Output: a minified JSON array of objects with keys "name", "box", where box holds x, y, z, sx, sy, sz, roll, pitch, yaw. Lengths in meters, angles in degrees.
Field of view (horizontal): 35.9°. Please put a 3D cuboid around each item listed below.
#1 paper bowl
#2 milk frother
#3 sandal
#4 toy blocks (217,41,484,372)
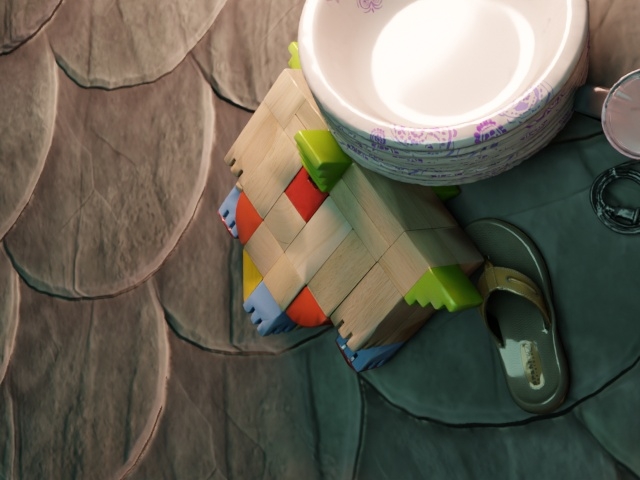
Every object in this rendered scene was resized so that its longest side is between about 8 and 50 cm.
[{"name":"paper bowl","box":[0.130,-0.187,1.013,0.284,0.148,0.284,-6,64,12]},{"name":"milk frother","box":[0.305,-0.079,0.932,0.129,0.135,0.143,1,88,34]},{"name":"sandal","box":[0.197,0.074,1.035,0.090,0.060,0.219,-22,69,30]},{"name":"toy blocks","box":[0.000,0.000,1.125,0.381,0.191,0.261,55,127,24]}]
